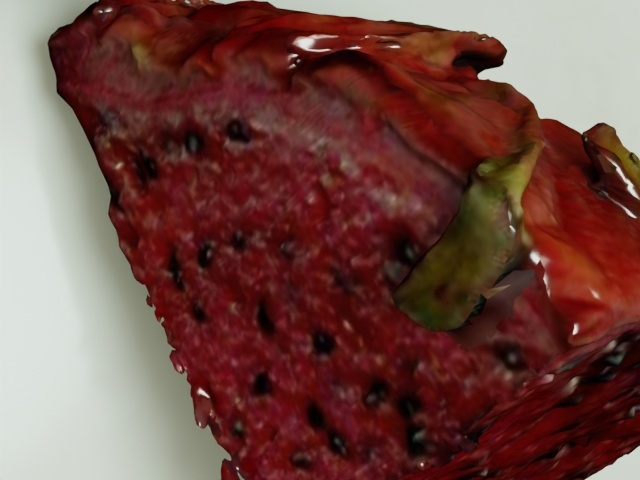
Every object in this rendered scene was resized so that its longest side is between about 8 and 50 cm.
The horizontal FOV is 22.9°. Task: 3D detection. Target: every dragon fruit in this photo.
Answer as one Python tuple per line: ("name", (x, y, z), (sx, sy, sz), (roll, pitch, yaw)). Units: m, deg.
("dragon fruit", (0.000, 0.000, 0.672), (0.330, 0.302, 0.240), (39, 71, 13))
